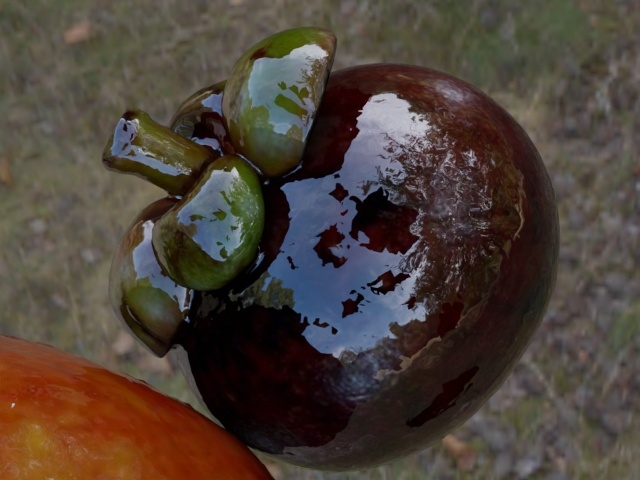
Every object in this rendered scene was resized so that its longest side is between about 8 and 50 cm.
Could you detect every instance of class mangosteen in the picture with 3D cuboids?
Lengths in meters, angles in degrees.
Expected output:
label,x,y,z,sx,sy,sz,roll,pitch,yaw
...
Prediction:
label,x,y,z,sx,sy,sz,roll,pitch,yaw
mangosteen,0.000,0.000,0.728,0.199,0.200,0.200,-2,53,3

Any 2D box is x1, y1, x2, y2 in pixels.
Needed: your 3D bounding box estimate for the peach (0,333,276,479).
label,x,y,z,sx,sy,sz,roll,pitch,yaw
peach,-0.166,0.176,0.642,0.372,0.372,0.290,4,97,8
